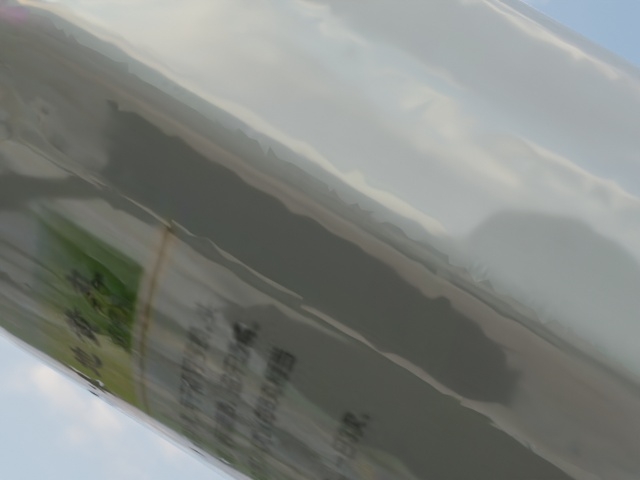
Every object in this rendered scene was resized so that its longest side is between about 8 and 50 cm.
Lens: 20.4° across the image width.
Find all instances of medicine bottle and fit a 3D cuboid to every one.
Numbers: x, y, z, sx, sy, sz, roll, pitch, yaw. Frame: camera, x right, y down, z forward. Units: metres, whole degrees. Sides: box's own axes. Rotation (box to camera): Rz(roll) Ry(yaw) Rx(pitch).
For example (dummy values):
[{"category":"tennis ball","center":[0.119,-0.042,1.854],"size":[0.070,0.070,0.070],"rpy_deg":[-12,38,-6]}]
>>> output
[{"category":"medicine bottle","center":[0.000,0.000,0.429],"size":[0.324,0.124,0.179],"rpy_deg":[29,-23,12]}]
